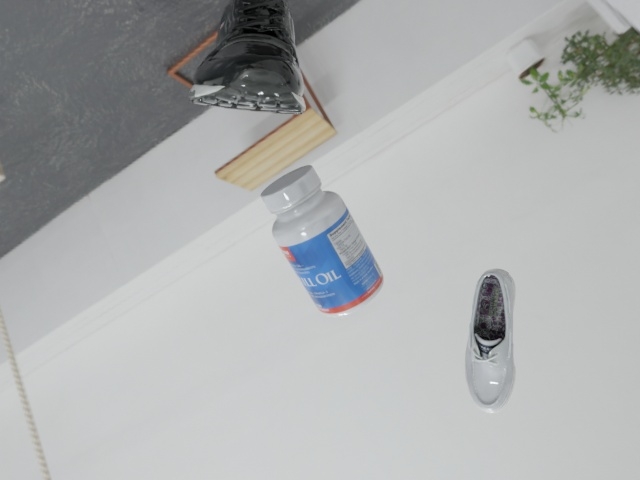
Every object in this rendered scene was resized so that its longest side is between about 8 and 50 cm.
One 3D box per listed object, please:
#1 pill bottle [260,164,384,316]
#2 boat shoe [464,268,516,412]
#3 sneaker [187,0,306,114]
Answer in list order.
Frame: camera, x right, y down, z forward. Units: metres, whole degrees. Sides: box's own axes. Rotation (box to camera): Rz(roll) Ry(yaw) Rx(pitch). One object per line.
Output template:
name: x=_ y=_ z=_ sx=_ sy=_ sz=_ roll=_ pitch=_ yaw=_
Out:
pill bottle: x=0.000 y=0.000 z=0.743 sx=0.124 sy=0.222 sz=0.124 roll=-27 pitch=-161 yaw=10
boat shoe: x=0.216 y=0.128 z=0.601 sx=0.066 sy=0.184 sz=0.063 roll=11 pitch=180 yaw=33
sneaker: x=-0.073 y=-0.201 z=0.477 sx=0.107 sy=0.283 sz=0.124 roll=3 pitch=110 yaw=-12
